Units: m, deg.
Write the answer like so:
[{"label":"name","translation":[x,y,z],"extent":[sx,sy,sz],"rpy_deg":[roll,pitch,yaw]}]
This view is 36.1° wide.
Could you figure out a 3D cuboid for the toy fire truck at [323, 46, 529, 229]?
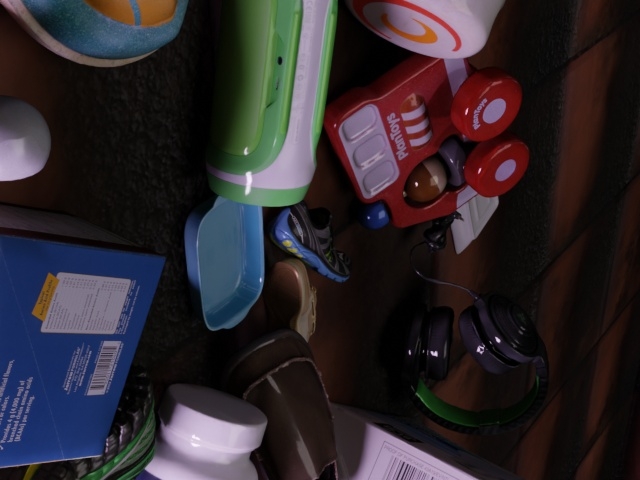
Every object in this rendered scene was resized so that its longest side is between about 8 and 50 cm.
[{"label":"toy fire truck","translation":[0.139,-0.137,1.380],"extent":[0.254,0.169,0.302],"rpy_deg":[-33,141,-9]}]

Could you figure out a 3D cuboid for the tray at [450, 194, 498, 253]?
[{"label":"tray","translation":[0.263,-0.105,1.691],"extent":[0.145,0.030,0.270],"rpy_deg":[-52,145,-25]}]

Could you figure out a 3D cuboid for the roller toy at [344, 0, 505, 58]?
[{"label":"roller toy","translation":[0.137,-0.324,1.198],"extent":[0.209,0.191,0.146],"rpy_deg":[35,77,-59]}]

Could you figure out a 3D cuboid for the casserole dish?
[{"label":"casserole dish","translation":[-0.115,0.018,1.157],"extent":[0.114,0.037,0.188],"rpy_deg":[-36,137,-43]}]

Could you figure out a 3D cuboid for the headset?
[{"label":"headset","translation":[0.241,0.143,1.642],"extent":[0.185,0.243,0.394],"rpy_deg":[-68,142,-56]}]

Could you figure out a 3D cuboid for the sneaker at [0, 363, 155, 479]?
[{"label":"sneaker","translation":[-0.273,0.279,0.968],"extent":[0.343,0.134,0.146],"rpy_deg":[-45,142,-36]}]

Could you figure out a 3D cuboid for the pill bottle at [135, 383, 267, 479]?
[{"label":"pill bottle","translation":[-0.161,0.312,1.147],"extent":[0.153,0.153,0.264],"rpy_deg":[14,95,-59]}]

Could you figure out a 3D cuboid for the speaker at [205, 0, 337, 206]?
[{"label":"speaker","translation":[-0.050,-0.192,1.044],"extent":[0.131,0.131,0.296],"rpy_deg":[-20,124,-52]}]

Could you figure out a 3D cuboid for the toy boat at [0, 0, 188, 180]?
[{"label":"toy boat","translation":[-0.206,-0.191,0.776],"extent":[0.318,0.148,0.267],"rpy_deg":[-61,149,-14]}]

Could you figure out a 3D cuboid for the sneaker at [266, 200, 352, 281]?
[{"label":"sneaker","translation":[0.000,0.000,1.297],"extent":[0.078,0.067,0.188],"rpy_deg":[-58,145,-6]}]

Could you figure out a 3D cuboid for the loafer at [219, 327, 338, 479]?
[{"label":"loafer","translation":[-0.027,0.256,1.310],"extent":[0.134,0.130,0.366],"rpy_deg":[-31,139,-13]}]

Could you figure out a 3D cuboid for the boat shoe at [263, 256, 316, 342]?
[{"label":"boat shoe","translation":[-0.035,0.080,1.304],"extent":[0.059,0.063,0.170],"rpy_deg":[-45,151,-39]}]

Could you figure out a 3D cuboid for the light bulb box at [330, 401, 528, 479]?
[{"label":"light bulb box","translation":[0.178,0.441,1.562],"extent":[0.361,0.358,0.225],"rpy_deg":[27,86,-60]}]

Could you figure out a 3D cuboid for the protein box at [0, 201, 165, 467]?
[{"label":"protein box","translation":[-0.272,0.076,0.844],"extent":[0.201,0.136,0.200],"rpy_deg":[11,98,-59]}]
